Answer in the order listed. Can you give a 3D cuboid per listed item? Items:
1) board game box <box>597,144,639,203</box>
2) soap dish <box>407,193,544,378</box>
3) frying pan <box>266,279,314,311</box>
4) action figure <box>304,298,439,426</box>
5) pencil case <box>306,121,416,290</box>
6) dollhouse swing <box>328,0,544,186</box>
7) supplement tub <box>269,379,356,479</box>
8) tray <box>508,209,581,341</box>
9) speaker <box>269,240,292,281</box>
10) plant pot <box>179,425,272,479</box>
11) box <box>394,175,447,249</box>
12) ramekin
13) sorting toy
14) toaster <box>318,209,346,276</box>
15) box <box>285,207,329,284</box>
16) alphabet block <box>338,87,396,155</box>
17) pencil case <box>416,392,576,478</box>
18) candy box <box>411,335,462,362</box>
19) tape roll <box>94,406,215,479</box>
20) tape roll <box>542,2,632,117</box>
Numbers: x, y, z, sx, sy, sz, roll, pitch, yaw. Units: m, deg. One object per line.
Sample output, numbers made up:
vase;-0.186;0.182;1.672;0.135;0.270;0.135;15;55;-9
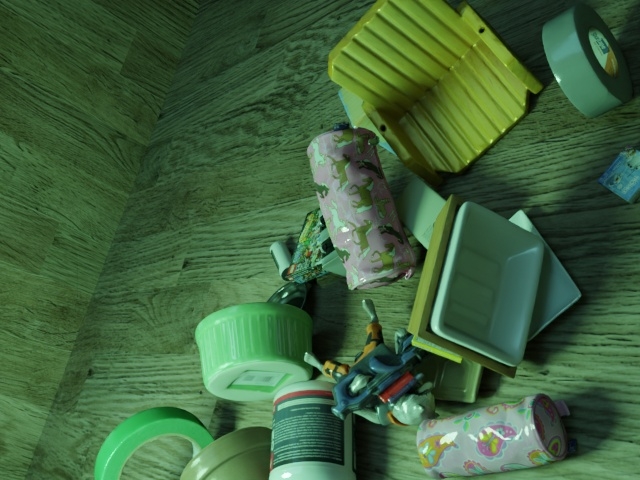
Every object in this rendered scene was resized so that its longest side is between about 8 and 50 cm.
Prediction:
board game box;0.591;-0.127;1.454;0.090;0.020;0.090;-54;36;12
soap dish;0.296;0.090;1.456;0.118;0.229;0.291;-23;47;62
frying pan;-0.077;0.146;2.120;0.197;0.053;0.326;-12;43;51
action figure;0.157;0.263;1.617;0.341;0.179;0.330;-32;37;-9
pencil case;0.094;-0.074;1.753;0.167;0.160;0.386;-34;68;54
dollhouse swing;0.247;-0.356;1.721;0.347;0.305;0.315;-43;65;22
supplement tub;-0.015;0.466;1.680;0.191;0.191;0.272;-31;43;37
tray;0.417;0.069;1.536;0.145;0.030;0.270;-46;36;21
speaker;-0.106;0.060;2.217;0.055;0.055;0.136;-50;36;17
plant pot;-0.165;0.603;1.767;0.263;0.263;0.229;-50;54;17
box;0.265;-0.039;1.729;0.113;0.094;0.275;-51;27;10
ramekin;-0.160;0.290;1.915;0.303;0.303;0.148;-34;50;35
sorting toy;0.285;0.192;1.622;0.229;0.041;0.307;-10;57;53
toaster;0.085;-0.003;1.914;0.110;0.185;0.168;-31;52;41
box;0.000;0.000;2.089;0.159;0.044;0.233;-23;38;42
alphabet block;0.193;-0.376;2.015;0.197;0.192;0.193;-46;38;24
pencil case;0.313;0.361;1.391;0.284;0.124;0.124;-27;47;40
candy box;0.270;0.138;1.546;0.105;0.027;0.206;19;65;16
tape roll;-0.431;0.603;2.016;0.077;0.321;0.321;29;90;57
tape roll;0.534;-0.358;1.516;0.072;0.219;0.219;-27;47;41
